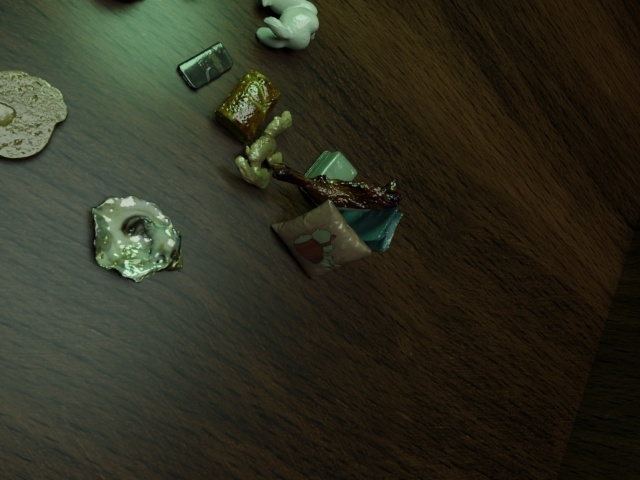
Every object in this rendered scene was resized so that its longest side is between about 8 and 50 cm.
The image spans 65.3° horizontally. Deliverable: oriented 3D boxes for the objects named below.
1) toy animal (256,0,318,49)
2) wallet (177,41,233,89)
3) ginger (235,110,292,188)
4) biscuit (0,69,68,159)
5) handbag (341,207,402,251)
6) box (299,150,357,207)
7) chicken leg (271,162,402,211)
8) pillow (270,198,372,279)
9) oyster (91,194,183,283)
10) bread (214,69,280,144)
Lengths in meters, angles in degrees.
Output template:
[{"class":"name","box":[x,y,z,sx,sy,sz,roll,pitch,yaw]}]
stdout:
[{"class":"toy animal","box":[-0.100,-0.667,1.471,0.178,0.127,0.193,0,89,-29]},{"class":"wallet","box":[-0.318,-0.487,1.394,0.156,0.018,0.082,-41,109,-27]},{"class":"ginger","box":[-0.150,-0.260,1.446,0.259,0.065,0.149,-60,151,-26]},{"class":"biscuit","box":[-0.694,-0.284,1.137,0.180,0.049,0.208,30,73,-27]},{"class":"handbag","box":[0.136,-0.043,1.531,0.057,0.221,0.144,42,67,-33]},{"class":"box","box":[0.031,-0.192,1.549,0.124,0.092,0.172,44,67,-22]},{"class":"chicken leg","box":[0.042,-0.142,1.408,0.406,0.158,0.096,10,77,-23]},{"class":"pillow","box":[0.000,0.000,1.463,0.223,0.236,0.084,54,31,-24]},{"class":"oyster","box":[-0.460,-0.006,1.251,0.214,0.083,0.223,-13,89,-34]},{"class":"bread","box":[-0.201,-0.379,1.410,0.132,0.103,0.172,41,73,-23]}]
